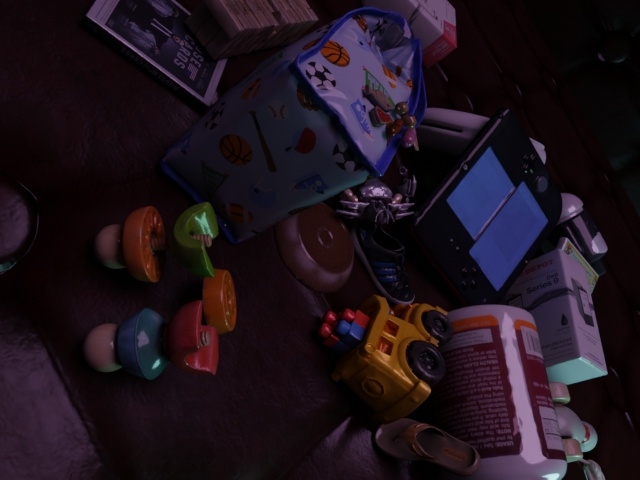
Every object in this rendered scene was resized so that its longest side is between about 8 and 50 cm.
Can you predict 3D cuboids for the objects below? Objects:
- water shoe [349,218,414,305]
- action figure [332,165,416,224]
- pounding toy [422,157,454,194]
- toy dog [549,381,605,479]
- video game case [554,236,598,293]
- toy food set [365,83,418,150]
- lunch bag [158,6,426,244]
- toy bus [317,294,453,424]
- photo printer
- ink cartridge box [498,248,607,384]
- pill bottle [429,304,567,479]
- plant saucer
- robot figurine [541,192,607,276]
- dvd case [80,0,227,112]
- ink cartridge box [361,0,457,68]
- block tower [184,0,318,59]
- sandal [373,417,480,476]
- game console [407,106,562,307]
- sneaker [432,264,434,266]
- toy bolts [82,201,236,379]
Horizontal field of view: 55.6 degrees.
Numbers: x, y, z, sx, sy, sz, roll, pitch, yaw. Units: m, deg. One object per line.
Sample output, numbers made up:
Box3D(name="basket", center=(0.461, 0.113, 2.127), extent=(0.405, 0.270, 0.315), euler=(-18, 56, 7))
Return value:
Box3D(name="water shoe", center=(0.138, 0.045, 1.218), extent=(0.203, 0.080, 0.073), euler=(52, 40, -11))
Box3D(name="action figure", center=(0.089, -0.134, 1.218), extent=(0.186, 0.099, 0.285), euler=(9, 43, -28))
Box3D(name="pounding toy", center=(0.370, -0.122, 1.547), extent=(0.183, 0.110, 0.236), euler=(-10, 75, -49))
Box3D(name="toy dog", center=(0.515, 0.438, 1.369), extent=(0.333, 0.161, 0.220), euler=(53, 34, -34))
Box3D(name="video game case", center=(0.687, 0.133, 1.694), extent=(0.227, 0.026, 0.206), euler=(38, 74, -35))
Box3D(name="toy food set", center=(0.110, -0.171, 0.865), extent=(0.122, 0.019, 0.077), euler=(14, 64, -48))
Box3D(name="lunch bag", center=(-0.016, -0.209, 1.010), extent=(0.239, 0.328, 0.385), euler=(51, 39, -21))
Box3D(name="toy bus", center=(0.104, 0.174, 1.075), extent=(0.211, 0.149, 0.220), euler=(36, 40, -4))
Box3D(name="photo printer", center=(0.393, -0.254, 1.556), extent=(0.308, 0.256, 0.107), euler=(10, 101, -43))
Box3D(name="ink cartridge box", center=(0.533, 0.195, 1.454), extent=(0.122, 0.211, 0.289), euler=(30, 47, -31))
Box3D(name="pill bottle", center=(0.321, 0.338, 1.126), extent=(0.224, 0.224, 0.391), euler=(22, 53, -38))
Box3D(name="plant saucer", center=(0.000, 0.000, 1.133), extent=(0.199, 0.036, 0.198), euler=(25, 51, -36))
Box3D(name="robot figurine", center=(0.751, -0.008, 1.847), extent=(0.174, 0.209, 0.278), euler=(-28, 90, -22))
Box3D(name="dvd case", center=(-0.274, -0.354, 1.056), extent=(0.239, 0.030, 0.179), euler=(34, 46, -28))
Box3D(name="ink cartridge box", center=(0.261, -0.672, 1.756), extent=(0.283, 0.117, 0.207), euler=(33, 47, -30))
Box3D(name="block tower", center=(-0.126, -0.429, 1.182), extent=(0.091, 0.097, 0.335), euler=(54, 30, -4))
Box3D(name="sandal", center=(0.177, 0.340, 1.018), extent=(0.072, 0.180, 0.049), euler=(-62, 151, -31))
Box3D(name="game console", center=(0.395, -0.058, 1.397), extent=(0.386, 0.060, 0.342), euler=(-49, 123, -16))
Box3D(name="sneaker", center=(0.281, 0.045, 1.419), extent=(0.083, 0.031, 0.035), euler=(20, 40, -44))
Box3D(name="toy bolts", center=(-0.214, 0.090, 0.810), extent=(0.218, 0.159, 0.228), euler=(81, 5, -47))
